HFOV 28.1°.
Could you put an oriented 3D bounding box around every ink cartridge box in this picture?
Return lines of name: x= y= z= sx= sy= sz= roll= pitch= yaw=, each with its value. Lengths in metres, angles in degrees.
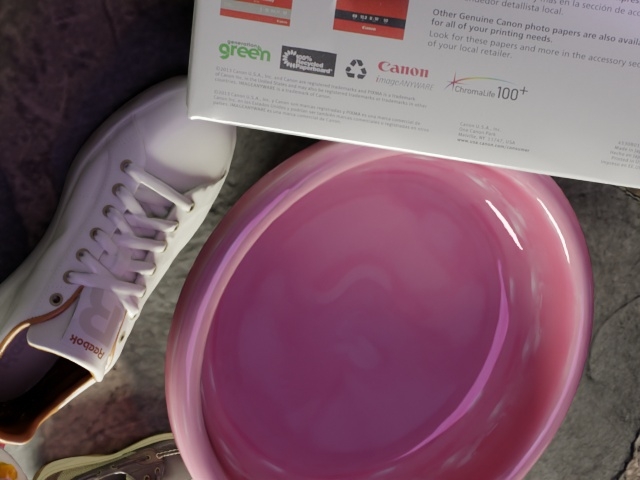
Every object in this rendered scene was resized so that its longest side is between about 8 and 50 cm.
ink cartridge box: x=0.090 y=-0.196 z=0.783 sx=0.309 sy=0.130 sz=0.272 roll=10 pitch=116 yaw=3

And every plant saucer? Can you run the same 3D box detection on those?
plant saucer: x=0.041 y=0.070 z=0.926 sx=0.332 sy=0.084 sz=0.332 roll=-8 pitch=111 yaw=-22

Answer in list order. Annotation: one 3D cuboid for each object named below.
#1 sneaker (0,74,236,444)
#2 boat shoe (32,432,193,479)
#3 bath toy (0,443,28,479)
sneaker: x=-0.144 y=0.023 z=0.887 sx=0.106 sy=0.123 sz=0.290 roll=31 pitch=100 yaw=-33
boat shoe: x=-0.152 y=0.195 z=1.025 sx=0.152 sy=0.049 sz=0.056 roll=-12 pitch=122 yaw=-19
bath toy: x=-0.345 y=0.155 z=0.873 sx=0.348 sy=0.129 sz=0.151 roll=24 pitch=150 yaw=-32
